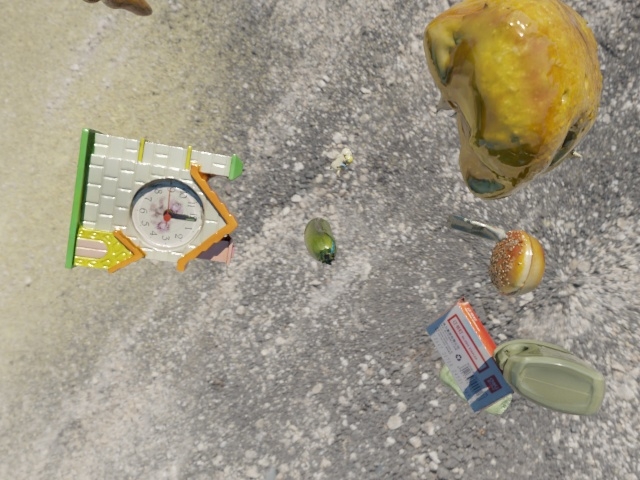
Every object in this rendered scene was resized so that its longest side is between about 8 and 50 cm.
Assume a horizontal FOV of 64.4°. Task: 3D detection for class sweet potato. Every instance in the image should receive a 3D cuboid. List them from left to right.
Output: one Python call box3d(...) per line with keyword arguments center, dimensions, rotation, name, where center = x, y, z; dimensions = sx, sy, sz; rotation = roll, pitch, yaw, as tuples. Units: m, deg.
box3d(center=(-0.332, -0.396, 0.835), dimensions=(0.044, 0.179, 0.044), rotation=(4, 104, 16), name="sweet potato")

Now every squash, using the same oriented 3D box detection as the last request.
box3d(center=(0.000, 0.001, 1.373), dimensions=(0.087, 0.331, 0.087), rotation=(-2, 107, -6), name="squash")

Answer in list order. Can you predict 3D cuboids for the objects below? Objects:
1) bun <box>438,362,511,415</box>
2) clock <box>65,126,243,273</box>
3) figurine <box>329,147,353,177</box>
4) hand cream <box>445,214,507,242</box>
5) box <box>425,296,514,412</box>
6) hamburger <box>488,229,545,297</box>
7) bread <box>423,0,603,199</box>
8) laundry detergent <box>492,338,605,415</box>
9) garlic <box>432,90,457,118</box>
box3d(center=(0.470, 0.427, 1.524), dimensions=(0.221, 0.221, 0.109), rotation=(27, 95, 25), name="bun")
box3d(center=(-0.262, -0.053, 0.842), dimensions=(0.255, 0.106, 0.220), rotation=(8, 95, -10), name="clock")
box3d(center=(0.068, -0.225, 1.488), dimensions=(0.083, 0.047, 0.051), rotation=(-57, 39, 19), name="figurine")
box3d(center=(0.425, -0.031, 1.383), dimensions=(0.165, 0.057, 0.037), rotation=(18, 56, 10), name="hand cream")
box3d(center=(0.336, 0.256, 1.144), dimensions=(0.123, 0.050, 0.230), rotation=(-49, 58, 38), name="box")
box3d(center=(0.640, 0.076, 1.666), dimensions=(0.147, 0.237, 0.237), rotation=(3, 87, -1), name="hamburger")
box3d(center=(0.360, -0.265, 0.908), dimensions=(0.250, 0.394, 0.362), rotation=(-14, 99, 33), name="bread")
box3d(center=(0.427, 0.248, 0.977), dimensions=(0.181, 0.253, 0.091), rotation=(12, 92, 13), name="laundry detergent")
box3d(center=(0.494, -0.517, 1.652), dimensions=(0.291, 0.210, 0.238), rotation=(-9, 93, 23), name="garlic")
